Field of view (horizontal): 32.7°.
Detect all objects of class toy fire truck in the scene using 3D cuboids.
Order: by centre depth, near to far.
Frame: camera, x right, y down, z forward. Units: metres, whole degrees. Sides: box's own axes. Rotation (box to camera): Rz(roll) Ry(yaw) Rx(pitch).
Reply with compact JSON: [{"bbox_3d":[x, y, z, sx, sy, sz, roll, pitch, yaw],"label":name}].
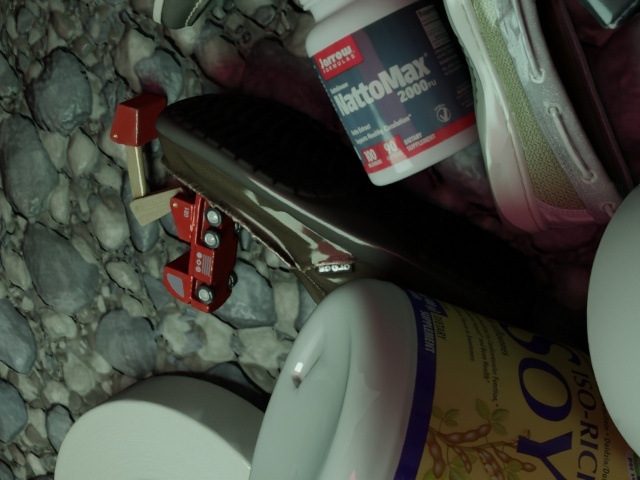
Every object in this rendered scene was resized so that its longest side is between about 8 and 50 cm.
[{"bbox_3d":[-0.142,-0.034,1.065,0.135,0.047,0.192,22,121,22],"label":"toy fire truck"}]

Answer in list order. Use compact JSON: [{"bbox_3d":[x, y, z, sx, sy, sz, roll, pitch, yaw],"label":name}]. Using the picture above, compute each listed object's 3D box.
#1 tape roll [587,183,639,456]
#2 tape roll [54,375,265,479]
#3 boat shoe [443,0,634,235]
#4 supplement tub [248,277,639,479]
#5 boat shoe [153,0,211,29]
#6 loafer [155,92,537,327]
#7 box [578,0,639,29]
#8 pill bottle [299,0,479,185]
[{"bbox_3d":[0.315,0.049,0.678,0.246,0.246,0.169,61,157,-5],"label":"tape roll"},{"bbox_3d":[-0.132,0.336,1.181,0.392,0.072,0.392,14,116,31],"label":"tape roll"},{"bbox_3d":[0.160,-0.155,0.799,0.103,0.118,0.320,-4,112,25],"label":"boat shoe"},{"bbox_3d":[0.133,0.186,0.813,0.331,0.241,0.241,19,125,-14],"label":"supplement tub"},{"bbox_3d":[-0.036,-0.281,0.856,0.095,0.112,0.335,30,129,-6],"label":"boat shoe"},{"bbox_3d":[0.000,0.000,0.941,0.366,0.134,0.130,34,123,14],"label":"loafer"},{"bbox_3d":[0.183,-0.456,0.546,0.472,0.297,0.480,47,126,7],"label":"box"},{"bbox_3d":[0.050,-0.145,0.867,0.108,0.108,0.180,-23,97,35],"label":"pill bottle"}]
